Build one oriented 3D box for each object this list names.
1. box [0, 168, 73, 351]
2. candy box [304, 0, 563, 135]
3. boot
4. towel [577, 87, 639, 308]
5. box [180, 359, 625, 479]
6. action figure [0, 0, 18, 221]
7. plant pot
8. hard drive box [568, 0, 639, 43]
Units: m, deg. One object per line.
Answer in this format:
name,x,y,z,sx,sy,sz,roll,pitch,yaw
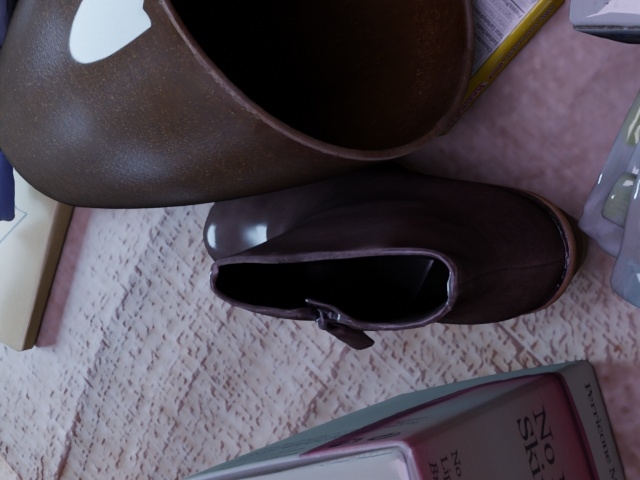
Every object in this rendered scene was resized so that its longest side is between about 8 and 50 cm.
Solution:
box,-0.238,-0.047,0.932,0.164,0.021,0.201,26,106,26
candy box,0.033,-0.167,0.760,0.206,0.027,0.105,50,119,17
boot,0.000,0.000,0.689,0.249,0.207,0.090,3,96,30
towel,0.328,-0.057,0.564,0.375,0.090,0.320,27,108,25
box,0.058,0.154,0.655,0.127,0.232,0.148,-16,86,30
action figure,-0.271,-0.175,0.812,0.330,0.178,0.341,-8,90,0
plant pot,-0.074,-0.103,0.715,0.230,0.215,0.215,-26,81,44
hard drive box,0.227,-0.164,0.517,0.232,0.089,0.181,8,96,29
